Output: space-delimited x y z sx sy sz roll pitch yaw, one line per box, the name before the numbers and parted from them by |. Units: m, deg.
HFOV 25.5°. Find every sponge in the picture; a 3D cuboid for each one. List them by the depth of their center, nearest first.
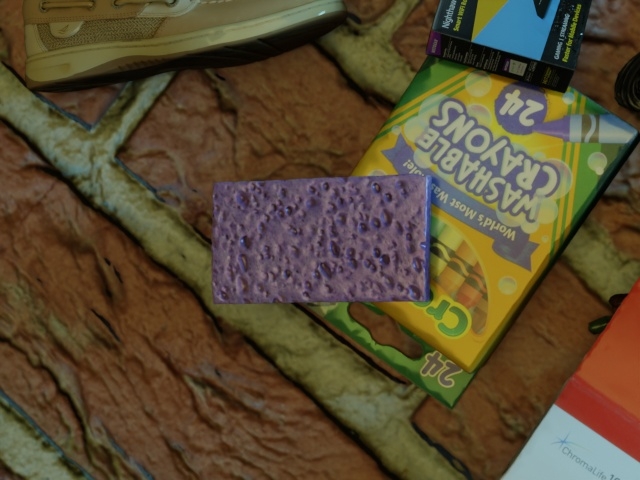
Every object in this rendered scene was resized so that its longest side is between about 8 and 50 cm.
sponge | 0.000 0.000 1.316 0.210 0.031 0.117 -1 87 17

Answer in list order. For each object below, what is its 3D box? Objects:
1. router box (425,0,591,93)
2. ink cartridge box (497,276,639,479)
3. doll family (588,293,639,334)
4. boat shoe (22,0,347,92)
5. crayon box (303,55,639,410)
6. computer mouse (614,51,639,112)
router box | 0.182 -0.232 1.294 0.133 0.046 0.179 16 63 3
ink cartridge box | 0.305 0.259 1.221 0.308 0.091 0.385 34 101 11
doll family | 0.343 0.083 1.293 0.193 0.076 0.111 -1 85 10
boat shoe | -0.143 -0.225 1.391 0.341 0.121 0.110 -8 89 16
crayon box | 0.127 -0.022 1.341 0.203 0.083 0.323 35 99 12
computer mouse | 0.398 -0.143 1.235 0.188 0.072 0.272 -57 40 11
